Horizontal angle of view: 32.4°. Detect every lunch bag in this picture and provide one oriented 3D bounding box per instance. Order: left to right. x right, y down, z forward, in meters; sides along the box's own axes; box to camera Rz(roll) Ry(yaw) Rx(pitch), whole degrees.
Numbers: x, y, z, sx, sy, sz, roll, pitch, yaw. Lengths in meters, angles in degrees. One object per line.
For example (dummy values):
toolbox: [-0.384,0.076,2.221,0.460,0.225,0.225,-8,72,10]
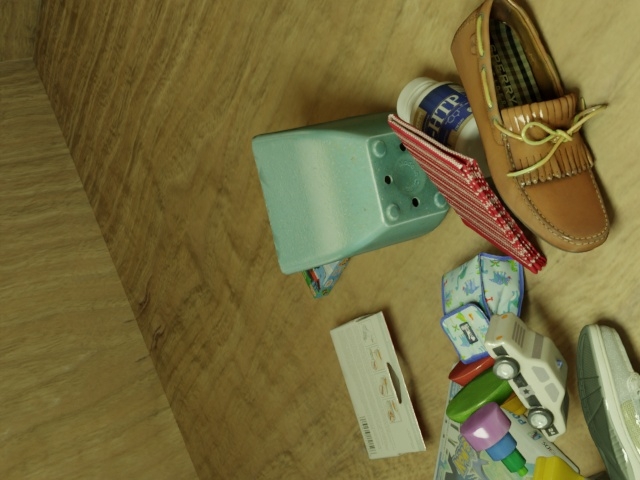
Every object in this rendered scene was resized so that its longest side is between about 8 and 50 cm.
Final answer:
lunch bag: [0.252,0.109,1.727,0.129,0.096,0.151,141,129,-62]

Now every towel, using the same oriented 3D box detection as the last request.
towel: [0.219,-0.069,1.637,0.275,0.031,0.199,47,176,-40]

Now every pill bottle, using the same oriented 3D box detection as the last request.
pill bottle: [0.202,-0.180,1.692,0.187,0.112,0.112,41,138,47]

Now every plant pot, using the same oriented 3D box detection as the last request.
plant pot: [0.074,-0.096,1.858,0.252,0.248,0.247,-10,95,54]

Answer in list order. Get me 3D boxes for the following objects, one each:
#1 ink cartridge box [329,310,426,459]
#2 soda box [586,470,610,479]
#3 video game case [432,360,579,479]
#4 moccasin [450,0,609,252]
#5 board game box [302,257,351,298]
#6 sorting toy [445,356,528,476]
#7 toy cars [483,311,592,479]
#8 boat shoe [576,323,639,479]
ink cartridge box: [0.126,0.276,2.127,0.239,0.060,0.275,-30,76,61]
soda box: [0.342,0.449,1.697,0.091,0.098,0.286,58,141,7]
video game case: [0.302,0.417,1.888,0.300,0.036,0.329,45,140,44]
moccasin: [0.299,-0.163,1.510,0.147,0.139,0.380,119,140,-65]
board game box: [0.000,0.000,2.249,0.160,0.039,0.211,64,150,22]
sorting toy: [0.275,0.258,1.662,0.126,0.127,0.365,51,-166,-6]
toy cars: [0.337,0.276,1.512,0.087,0.176,0.393,-26,68,28]
boat shoe: [0.436,0.263,1.507,0.118,0.103,0.320,96,158,-71]
